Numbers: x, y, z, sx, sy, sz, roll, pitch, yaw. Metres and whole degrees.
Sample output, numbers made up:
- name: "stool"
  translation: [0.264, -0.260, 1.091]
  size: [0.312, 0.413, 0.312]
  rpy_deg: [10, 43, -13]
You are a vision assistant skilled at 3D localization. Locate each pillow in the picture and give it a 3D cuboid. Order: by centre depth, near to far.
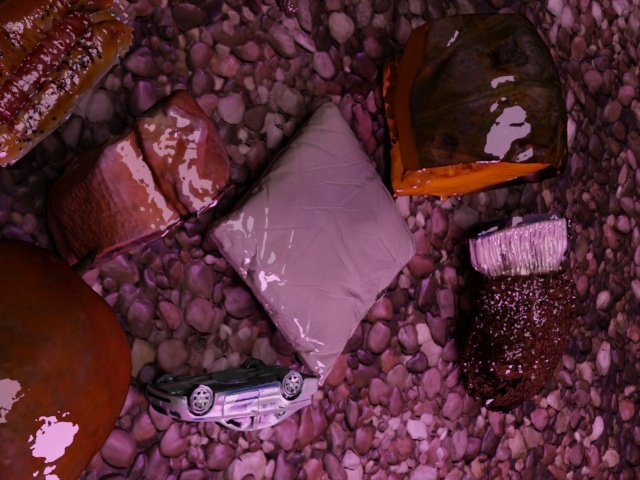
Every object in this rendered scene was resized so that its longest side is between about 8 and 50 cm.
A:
- name: "pillow"
  translation: [-0.001, 0.000, 1.449]
  size: [0.281, 0.076, 0.274]
  rpy_deg: [-52, 123, -33]

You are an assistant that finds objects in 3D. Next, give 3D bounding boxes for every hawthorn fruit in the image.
- name: "hawthorn fruit"
  translation: [-0.314, 0.121, 1.086]
  size: [0.301, 0.267, 0.268]
  rpy_deg: [-48, 119, -30]

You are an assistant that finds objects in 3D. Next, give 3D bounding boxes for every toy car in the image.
- name: "toy car"
  translation: [-0.110, 0.197, 1.354]
  size: [0.224, 0.090, 0.076]
  rpy_deg: [-4, 99, -39]

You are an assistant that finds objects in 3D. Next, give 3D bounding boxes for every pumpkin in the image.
- name: "pumpkin"
  translation: [0.211, -0.177, 1.496]
  size: [0.256, 0.303, 0.225]
  rpy_deg: [-7, 89, -12]

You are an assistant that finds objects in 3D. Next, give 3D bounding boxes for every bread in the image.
- name: "bread"
  translation: [-0.192, -0.071, 1.197]
  size: [0.123, 0.244, 0.190]
  rpy_deg: [55, 52, -13]

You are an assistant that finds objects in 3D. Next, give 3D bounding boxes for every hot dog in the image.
- name: "hot dog"
  translation: [-0.318, -0.192, 1.184]
  size: [0.268, 0.075, 0.144]
  rpy_deg: [-50, 123, -24]

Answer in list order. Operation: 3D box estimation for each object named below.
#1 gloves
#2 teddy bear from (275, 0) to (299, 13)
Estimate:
- name: "gloves"
  translation: [0.301, 0.116, 1.658]
  size: [0.210, 0.135, 0.312]
  rpy_deg: [-13, 102, -45]
- name: "teddy bear"
  translation: [-0.044, -0.362, 1.409]
  size: [0.160, 0.078, 0.119]
  rpy_deg: [-61, 145, -47]
